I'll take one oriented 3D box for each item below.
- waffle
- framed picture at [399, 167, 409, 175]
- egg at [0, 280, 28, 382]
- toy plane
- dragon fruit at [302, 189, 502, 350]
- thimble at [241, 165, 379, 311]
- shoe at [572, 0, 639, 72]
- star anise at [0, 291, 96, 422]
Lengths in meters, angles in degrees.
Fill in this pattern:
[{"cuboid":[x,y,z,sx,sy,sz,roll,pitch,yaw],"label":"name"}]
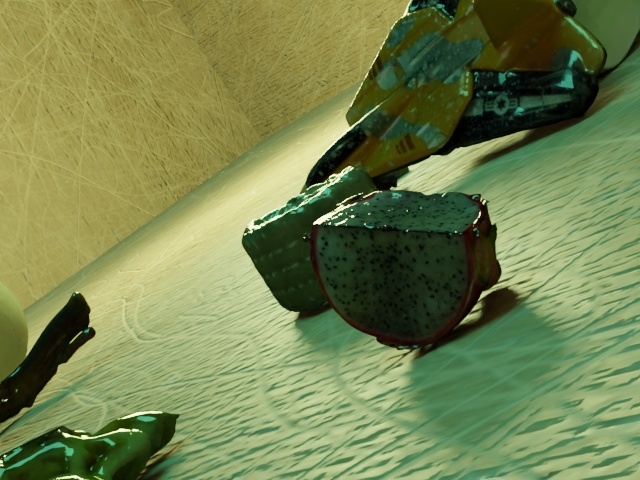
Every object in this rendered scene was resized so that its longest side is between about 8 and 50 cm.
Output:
[{"cuboid":[-0.192,0.156,0.594,0.223,0.054,0.204,-27,10,35],"label":"waffle"},{"cuboid":[0.009,-0.036,1.133,0.136,0.010,0.201,-35,8,-2],"label":"framed picture"},{"cuboid":[-0.402,0.108,1.201,0.174,0.264,0.286,-1,7,10],"label":"egg"},{"cuboid":[0.077,-0.099,0.898,0.103,0.204,0.316,0,-32,-30],"label":"toy plane"},{"cuboid":[0.041,0.012,0.516,0.083,0.060,0.056,1,17,26],"label":"dragon fruit"},{"cuboid":[0.000,0.000,0.741,0.084,0.062,0.110,-34,7,-25],"label":"thimble"},{"cuboid":[0.215,-0.197,0.964,0.110,0.095,0.265,-27,12,45],"label":"shoe"},{"cuboid":[-0.330,0.136,1.030,0.237,0.148,0.346,1,26,37],"label":"star anise"}]
